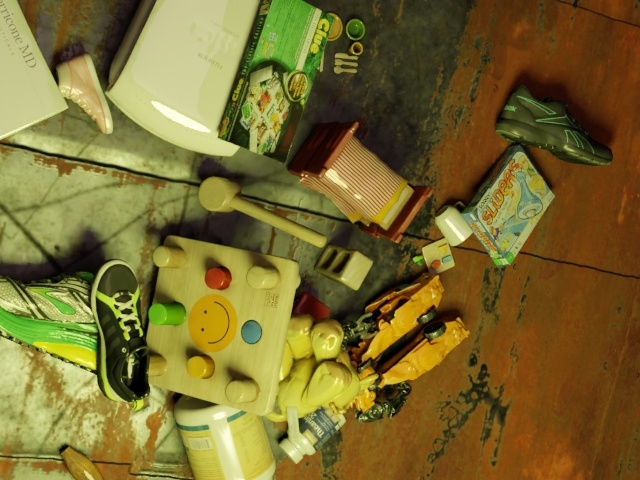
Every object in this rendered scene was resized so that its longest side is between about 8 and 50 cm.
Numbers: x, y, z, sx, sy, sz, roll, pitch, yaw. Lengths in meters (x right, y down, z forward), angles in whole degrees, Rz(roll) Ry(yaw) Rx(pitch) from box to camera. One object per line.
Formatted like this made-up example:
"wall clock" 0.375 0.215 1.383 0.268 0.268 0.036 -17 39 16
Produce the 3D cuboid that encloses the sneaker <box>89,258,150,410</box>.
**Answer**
"sneaker" -0.294 0.145 1.604 0.084 0.097 0.235 -12 102 -43

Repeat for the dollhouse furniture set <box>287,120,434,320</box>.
"dollhouse furniture set" 0.000 0.000 1.792 0.201 0.152 0.374 36 81 -23

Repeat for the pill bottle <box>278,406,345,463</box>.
"pill bottle" -0.017 0.345 1.874 0.120 0.067 0.067 -43 111 -14

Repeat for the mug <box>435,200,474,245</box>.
"mug" 0.250 -0.036 1.960 0.062 0.078 0.064 -39 103 19

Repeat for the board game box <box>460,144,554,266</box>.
"board game box" 0.359 -0.068 1.975 0.136 0.035 0.201 51 57 -21

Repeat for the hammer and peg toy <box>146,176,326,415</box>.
"hammer and peg toy" -0.153 0.081 1.676 0.127 0.265 0.361 10 91 -64

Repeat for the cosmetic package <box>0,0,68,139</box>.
"cosmetic package" -0.592 -0.207 1.502 0.385 0.156 0.217 -30 106 -17

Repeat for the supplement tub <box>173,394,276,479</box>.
"supplement tub" -0.159 0.352 1.770 0.144 0.144 0.200 -20 104 -21

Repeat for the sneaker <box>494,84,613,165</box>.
"sneaker" 0.467 -0.216 2.003 0.267 0.101 0.106 17 87 -25

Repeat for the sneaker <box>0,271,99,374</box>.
"sneaker" -0.441 0.099 1.637 0.343 0.134 0.146 28 78 -33

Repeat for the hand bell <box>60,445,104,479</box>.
"hand bell" -0.348 0.439 1.733 0.126 0.126 0.242 -42 100 -14

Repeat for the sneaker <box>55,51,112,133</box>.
"sneaker" -0.382 -0.227 1.652 0.070 0.051 0.134 -21 101 -19

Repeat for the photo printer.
"photo printer" -0.192 -0.306 1.694 0.256 0.107 0.308 27 85 -25

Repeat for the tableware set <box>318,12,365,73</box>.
"tableware set" 0.007 -0.351 1.823 0.154 0.024 0.104 2 95 -24

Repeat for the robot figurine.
"robot figurine" 0.129 0.200 1.912 0.291 0.085 0.211 -35 109 -17

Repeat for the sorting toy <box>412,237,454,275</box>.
"sorting toy" 0.215 0.036 1.969 0.083 0.012 0.062 -22 105 -20

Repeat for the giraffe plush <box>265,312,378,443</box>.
"giraffe plush" 0.006 0.231 1.753 0.170 0.181 0.210 7 88 -54

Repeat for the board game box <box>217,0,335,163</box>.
"board game box" -0.071 -0.267 1.687 0.136 0.030 0.260 19 91 -39
